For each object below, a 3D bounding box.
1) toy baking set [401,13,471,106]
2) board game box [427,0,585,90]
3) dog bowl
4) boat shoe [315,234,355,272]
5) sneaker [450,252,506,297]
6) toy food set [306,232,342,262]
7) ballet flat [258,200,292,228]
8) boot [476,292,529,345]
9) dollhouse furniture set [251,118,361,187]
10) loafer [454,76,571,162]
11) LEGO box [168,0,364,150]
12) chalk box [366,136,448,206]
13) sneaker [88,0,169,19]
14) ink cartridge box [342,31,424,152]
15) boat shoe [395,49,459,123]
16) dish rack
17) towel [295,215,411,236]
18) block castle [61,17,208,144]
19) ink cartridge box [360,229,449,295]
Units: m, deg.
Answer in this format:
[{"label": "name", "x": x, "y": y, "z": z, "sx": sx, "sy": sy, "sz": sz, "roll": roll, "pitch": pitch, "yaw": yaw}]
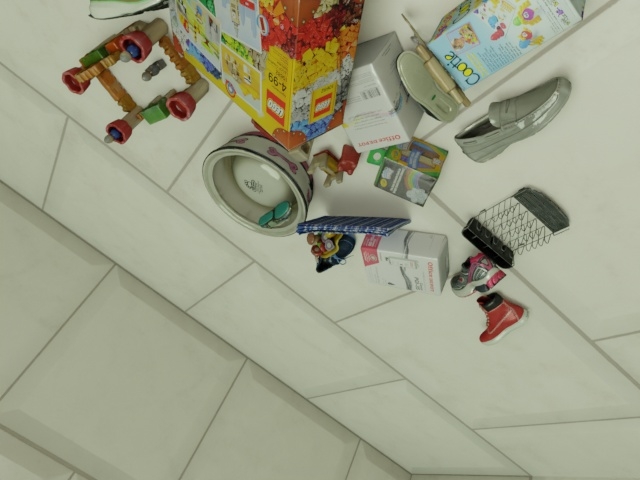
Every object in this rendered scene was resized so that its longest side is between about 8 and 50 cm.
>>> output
[{"label": "toy baking set", "x": 0.265, "y": -0.419, "z": 1.186, "sx": 0.030, "sy": 0.197, "sz": 0.256, "roll": -38, "pitch": 109, "yaw": 24}, {"label": "board game box", "x": 0.393, "y": -0.474, "z": 1.070, "sx": 0.144, "sy": 0.142, "sz": 0.275, "roll": 43, "pitch": 141, "yaw": -20}, {"label": "dog bowl", "x": -0.205, "y": -0.206, "z": 1.782, "sx": 0.407, "sy": 0.150, "sz": 0.408, "roll": 18, "pitch": 143, "yaw": 14}, {"label": "boat shoe", "x": 0.062, "y": 0.064, "z": 1.979, "sx": 0.109, "sy": 0.089, "sz": 0.258, "roll": 31, "pitch": 144, "yaw": -3}, {"label": "sneaker", "x": 0.516, "y": 0.111, "z": 1.696, "sx": 0.112, "sy": 0.120, "sz": 0.299, "roll": 52, "pitch": 165, "yaw": 6}, {"label": "toy food set", "x": 0.000, "y": 0.000, "z": 1.899, "sx": 0.071, "sy": 0.128, "sz": 0.218, "roll": 6, "pitch": 154, "yaw": -32}, {"label": "ballet flat", "x": -0.138, "y": -0.085, "z": 1.716, "sx": 0.070, "sy": 0.070, "sz": 0.188, "roll": 45, "pitch": 143, "yaw": -21}, {"label": "boot", "x": 0.632, "y": 0.290, "z": 1.881, "sx": 0.176, "sy": 0.088, "sz": 0.244, "roll": 30, "pitch": 136, "yaw": -1}, {"label": "dollhouse furniture set", "x": -0.008, "y": -0.339, "z": 1.530, "sx": 0.201, "sy": 0.152, "sz": 0.374, "roll": -10, "pitch": 146, "yaw": 40}, {"label": "loafer", "x": 0.469, "y": -0.303, "z": 1.252, "sx": 0.111, "sy": 0.112, "sz": 0.319, "roll": 30, "pitch": 145, "yaw": -16}, {"label": "LEGO box", "x": -0.150, "y": -0.520, "z": 1.170, "sx": 0.500, "sy": 0.193, "sz": 0.373, "roll": 44, "pitch": 149, "yaw": 25}, {"label": "chalk box", "x": 0.244, "y": -0.221, "z": 1.484, "sx": 0.212, "sy": 0.132, "sz": 0.132, "roll": 25, "pitch": 145, "yaw": 6}, {"label": "sneaker", "x": -0.505, "y": -0.727, "z": 1.380, "sx": 0.409, "sy": 0.158, "sz": 0.182, "roll": 2, "pitch": 119, "yaw": 25}, {"label": "ink cartridge box", "x": 0.144, "y": -0.383, "z": 1.321, "sx": 0.171, "sy": 0.168, "sz": 0.233, "roll": -4, "pitch": 132, "yaw": 38}, {"label": "boat shoe", "x": 0.261, "y": -0.391, "z": 1.286, "sx": 0.233, "sy": 0.084, "sz": 0.079, "roll": 38, "pitch": -173, "yaw": -32}, {"label": "dish rack", "x": 0.594, "y": -0.038, "z": 1.519, "sx": 0.208, "sy": 0.074, "sz": 0.271, "roll": 37, "pitch": 143, "yaw": -12}, {"label": "towel", "x": 0.112, "y": -0.049, "z": 1.698, "sx": 0.335, "sy": 0.243, "sz": 0.040, "roll": 3, "pitch": 102, "yaw": 26}, {"label": "block castle", "x": -0.623, "y": -0.503, "z": 1.648, "sx": 0.452, "sy": 0.213, "sz": 0.303, "roll": -5, "pitch": 132, "yaw": 38}, {"label": "ink cartridge box", "x": 0.306, "y": 0.071, "z": 1.802, "sx": 0.282, "sy": 0.117, "sz": 0.207, "roll": 9, "pitch": 139, "yaw": 25}]
